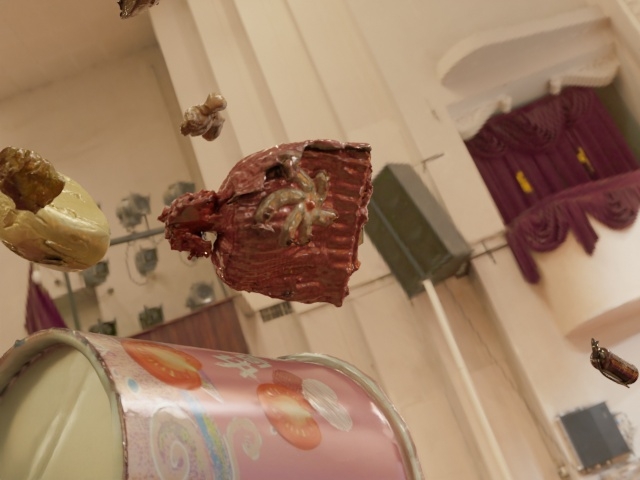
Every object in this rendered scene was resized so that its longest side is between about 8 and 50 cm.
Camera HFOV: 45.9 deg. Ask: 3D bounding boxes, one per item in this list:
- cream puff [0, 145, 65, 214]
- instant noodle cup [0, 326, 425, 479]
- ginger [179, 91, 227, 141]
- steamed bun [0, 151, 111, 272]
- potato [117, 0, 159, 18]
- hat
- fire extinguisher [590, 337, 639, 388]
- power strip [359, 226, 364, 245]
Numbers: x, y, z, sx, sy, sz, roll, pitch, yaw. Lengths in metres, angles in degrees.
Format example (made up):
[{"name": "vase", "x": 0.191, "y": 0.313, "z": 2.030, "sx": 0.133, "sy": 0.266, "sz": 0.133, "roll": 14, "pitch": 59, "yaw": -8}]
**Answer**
[{"name": "cream puff", "x": -0.354, "y": -0.072, "z": 0.907, "sx": 0.083, "sy": 0.058, "sz": 0.083, "roll": 15, "pitch": -48, "yaw": -4}, {"name": "instant noodle cup", "x": -0.092, "y": 0.169, "z": 0.481, "sx": 0.243, "sy": 0.243, "sz": 0.231, "roll": -34, "pitch": -37, "yaw": 26}, {"name": "ginger", "x": -0.284, "y": -0.284, "z": 1.818, "sx": 0.133, "sy": 0.059, "sz": 0.214, "roll": -46, "pitch": -5, "yaw": -20}, {"name": "steamed bun", "x": -0.586, "y": -0.045, "z": 1.569, "sx": 0.166, "sy": 0.273, "sz": 0.232, "roll": -51, "pitch": -27, "yaw": 13}, {"name": "potato", "x": -0.166, "y": -0.330, "z": 0.857, "sx": 0.100, "sy": 0.089, "sz": 0.172, "roll": -3, "pitch": -71, "yaw": -41}, {"name": "hat", "x": -0.062, "y": -0.019, "z": 0.968, "sx": 0.286, "sy": 0.107, "sz": 0.237, "roll": 2, "pitch": -74, "yaw": -25}, {"name": "fire extinguisher", "x": 0.533, "y": 0.228, "z": 1.382, "sx": 0.043, "sy": 0.064, "sz": 0.158, "roll": -17, "pitch": -31, "yaw": 39}, {"name": "power strip", "x": 0.000, "y": 0.001, "z": 1.438, "sx": 0.052, "sy": 0.078, "sz": 0.272, "roll": 9, "pitch": 20, "yaw": 36}]
